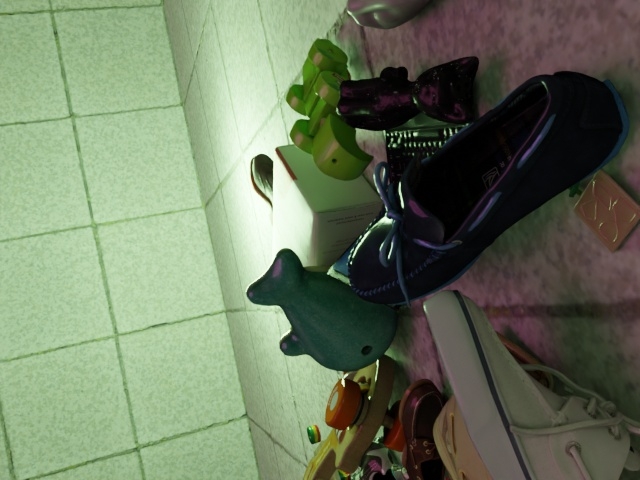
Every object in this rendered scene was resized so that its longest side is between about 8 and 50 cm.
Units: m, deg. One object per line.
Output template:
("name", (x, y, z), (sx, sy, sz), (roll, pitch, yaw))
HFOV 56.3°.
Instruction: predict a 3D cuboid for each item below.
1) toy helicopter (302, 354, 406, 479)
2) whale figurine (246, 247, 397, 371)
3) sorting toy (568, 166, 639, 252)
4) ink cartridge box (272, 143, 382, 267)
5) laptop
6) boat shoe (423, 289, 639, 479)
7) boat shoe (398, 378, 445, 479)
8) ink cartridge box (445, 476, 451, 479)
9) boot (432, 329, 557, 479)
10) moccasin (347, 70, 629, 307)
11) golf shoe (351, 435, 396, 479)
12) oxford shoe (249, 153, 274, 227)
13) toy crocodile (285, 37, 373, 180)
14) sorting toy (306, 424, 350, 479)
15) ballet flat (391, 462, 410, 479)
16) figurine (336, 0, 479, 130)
("toy helicopter", (0.043, 0.347, 1.118), (0.235, 0.140, 0.355), (-84, 18, -60))
("whale figurine", (0.014, 0.117, 0.960), (0.216, 0.272, 0.141), (-48, 40, 10))
("sorting toy", (0.253, -0.037, 0.543), (0.062, 0.012, 0.083), (95, 153, -51))
("ink cartridge box", (0.000, 0.000, 1.121), (0.226, 0.131, 0.306), (-122, 26, -45))
("laptop", (0.093, -0.074, 0.799), (0.234, 0.136, 0.265), (-159, 60, -68))
("boat shoe", (0.233, 0.193, 0.547), (0.367, 0.156, 0.136), (64, -173, 8))
("boat shoe", (0.166, 0.304, 0.911), (0.073, 0.073, 0.207), (-127, 24, -54))
("ink cartridge box", (0.245, 0.564, 0.796), (0.308, 0.091, 0.385), (-177, 75, -71))
("boot", (0.222, 0.249, 0.678), (0.262, 0.095, 0.204), (-113, 22, -48))
("moccasin", (0.120, -0.051, 0.592), (0.342, 0.116, 0.138), (-48, 49, 38))
("golf shoe", (0.106, 0.484, 1.175), (0.094, 0.077, 0.198), (-129, 32, -54))
("oxford shoe", (-0.090, -0.126, 1.408), (0.098, 0.096, 0.271), (-58, 47, 36))
("toy crocodile", (0.016, -0.222, 0.947), (0.115, 0.105, 0.341), (-58, 23, 32))
("sorting toy", (0.037, 0.574, 1.473), (0.132, 0.046, 0.275), (108, 146, -55))
("ballet flat", (0.164, 0.427, 1.045), (0.114, 0.041, 0.041), (-126, 31, -51))
("figurine", (0.115, -0.238, 0.700), (0.209, 0.092, 0.215), (19, 106, 60))
